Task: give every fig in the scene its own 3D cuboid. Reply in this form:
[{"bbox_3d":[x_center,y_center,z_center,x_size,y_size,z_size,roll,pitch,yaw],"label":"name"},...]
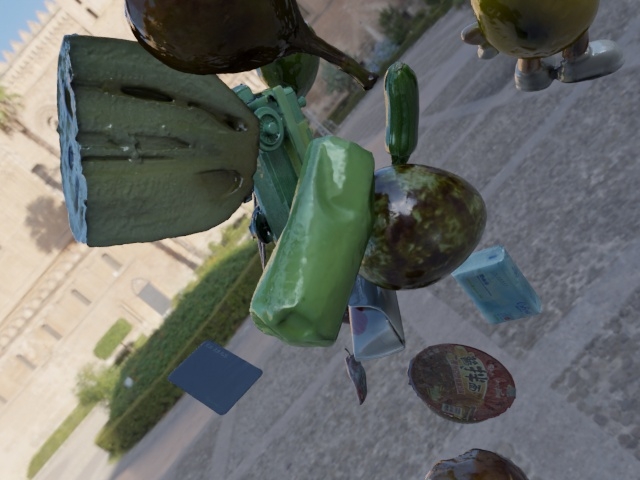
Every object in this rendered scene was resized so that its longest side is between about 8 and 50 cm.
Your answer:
[{"bbox_3d":[-0.069,-0.404,1.371,0.167,0.233,0.167,-26,27,14],"label":"fig"},{"bbox_3d":[-0.086,-0.229,0.674,0.190,0.290,0.191,-30,34,23],"label":"fig"}]

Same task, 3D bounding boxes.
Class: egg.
[{"bbox_3d":[0.176,-0.028,1.144,0.289,0.238,0.238,-10,2,-6],"label":"egg"}]

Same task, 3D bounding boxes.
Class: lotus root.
[{"bbox_3d":[-0.226,-0.139,0.864,0.260,0.267,0.149,-8,8,-33],"label":"lotus root"}]

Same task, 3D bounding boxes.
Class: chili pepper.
[{"bbox_3d":[0.095,0.352,1.588,0.041,0.050,0.153,-59,40,46],"label":"chili pepper"}]

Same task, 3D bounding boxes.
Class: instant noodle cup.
[{"bbox_3d":[0.351,0.382,1.539,0.274,0.274,0.091,-58,-24,-57],"label":"instant noodle cup"}]

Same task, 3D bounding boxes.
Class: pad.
[{"bbox_3d":[-0.195,0.248,1.120,0.112,0.157,0.003,-44,-41,-32],"label":"pad"}]

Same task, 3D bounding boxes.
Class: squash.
[{"bbox_3d":[0.162,-0.251,1.215,0.077,0.068,0.219,-47,-37,-44],"label":"squash"}]

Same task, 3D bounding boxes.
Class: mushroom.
[{"bbox_3d":[0.320,0.528,1.151,0.208,0.302,0.233,-24,54,13],"label":"mushroom"}]

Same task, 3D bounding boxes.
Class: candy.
[{"bbox_3d":[0.000,0.000,0.954,0.132,0.142,0.343,70,-148,-58],"label":"candy"}]

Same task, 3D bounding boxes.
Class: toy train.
[{"bbox_3d":[-0.062,-0.153,1.230,0.150,0.369,0.237,1,29,46],"label":"toy train"}]

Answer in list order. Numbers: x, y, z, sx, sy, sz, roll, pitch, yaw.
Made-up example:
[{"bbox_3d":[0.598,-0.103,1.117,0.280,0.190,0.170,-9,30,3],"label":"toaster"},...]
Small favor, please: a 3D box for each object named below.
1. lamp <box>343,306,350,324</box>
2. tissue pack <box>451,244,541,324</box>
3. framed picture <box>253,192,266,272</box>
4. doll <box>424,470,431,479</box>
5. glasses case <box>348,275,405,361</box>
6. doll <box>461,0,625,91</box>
[{"bbox_3d":[0.057,0.138,1.665,0.215,0.223,0.151,-96,28,-68],"label":"lamp"},{"bbox_3d":[0.540,0.144,1.865,0.177,0.263,0.089,-21,36,34],"label":"tissue pack"},{"bbox_3d":[-0.152,-0.048,1.501,0.195,0.010,0.199,-109,16,-55],"label":"framed picture"},{"bbox_3d":[0.275,0.565,1.383,0.127,0.073,0.084,-38,0,38],"label":"doll"},{"bbox_3d":[0.101,0.118,1.305,0.128,0.083,0.308,-34,32,20],"label":"glasses case"},{"bbox_3d":[0.437,-0.415,1.126,0.423,0.348,0.161,83,-179,-68],"label":"doll"}]
